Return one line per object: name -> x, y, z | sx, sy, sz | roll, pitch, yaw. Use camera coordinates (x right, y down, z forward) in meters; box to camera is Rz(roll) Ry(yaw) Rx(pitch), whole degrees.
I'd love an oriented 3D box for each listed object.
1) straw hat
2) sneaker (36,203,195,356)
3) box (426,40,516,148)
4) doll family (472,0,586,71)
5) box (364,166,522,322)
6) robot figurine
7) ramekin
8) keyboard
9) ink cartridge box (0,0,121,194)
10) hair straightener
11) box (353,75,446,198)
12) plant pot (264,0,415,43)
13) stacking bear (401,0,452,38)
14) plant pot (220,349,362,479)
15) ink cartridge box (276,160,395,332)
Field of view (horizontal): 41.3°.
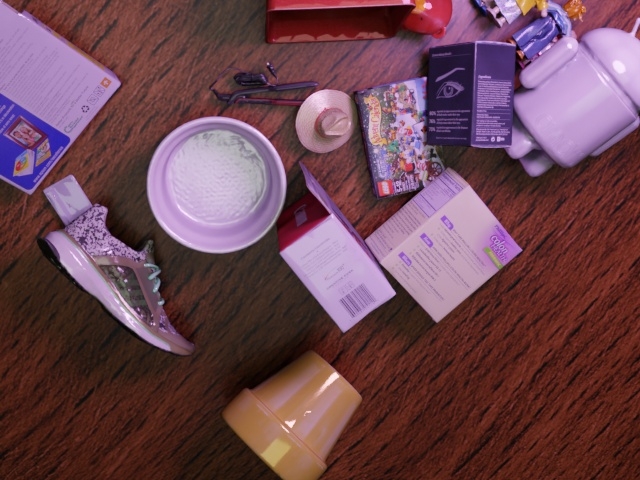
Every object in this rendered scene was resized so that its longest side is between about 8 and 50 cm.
straw hat -> 0.027, -0.241, 1.751 | 0.145, 0.061, 0.144 | -11, 115, -24
sneaker -> -0.386, 0.085, 1.783 | 0.182, 0.158, 0.410 | -49, 115, -15
box -> 0.302, -0.293, 1.717 | 0.108, 0.153, 0.206 | -3, 99, -30
doll family -> 0.445, -0.459, 1.729 | 0.163, 0.118, 0.263 | -37, 104, 4
box -> 0.260, 0.010, 1.807 | 0.243, 0.117, 0.213 | -41, 118, 7
robot figurine -> 0.528, -0.285, 1.715 | 0.353, 0.199, 0.300 | -40, 131, 21
ramekin -> -0.212, -0.122, 1.747 | 0.278, 0.135, 0.277 | -1, 104, -5
keyboard -> -0.492, -0.015, 1.814 | 0.072, 0.014, 0.256 | -30, 105, -3
ink cartridge box -> -0.604, -0.283, 1.648 | 0.303, 0.072, 0.307 | -48, 128, 8
hair straightener -> -0.115, -0.324, 1.758 | 0.231, 0.047, 0.088 | 1, 104, -1
box -> 0.171, -0.218, 1.798 | 0.159, 0.044, 0.233 | -14, 105, -6
plant pot -> 0.022, -0.526, 1.619 | 0.267, 0.267, 0.235 | -3, 90, -4
stacking bear -> 0.229, -0.549, 1.669 | 0.176, 0.164, 0.288 | 21, 110, 21
plant pot -> -0.048, 0.375, 1.841 | 0.254, 0.254, 0.239 | 46, 80, -13
ink cartridge box -> 0.000, 0.000, 1.706 | 0.130, 0.309, 0.271 | -37, 103, 5
